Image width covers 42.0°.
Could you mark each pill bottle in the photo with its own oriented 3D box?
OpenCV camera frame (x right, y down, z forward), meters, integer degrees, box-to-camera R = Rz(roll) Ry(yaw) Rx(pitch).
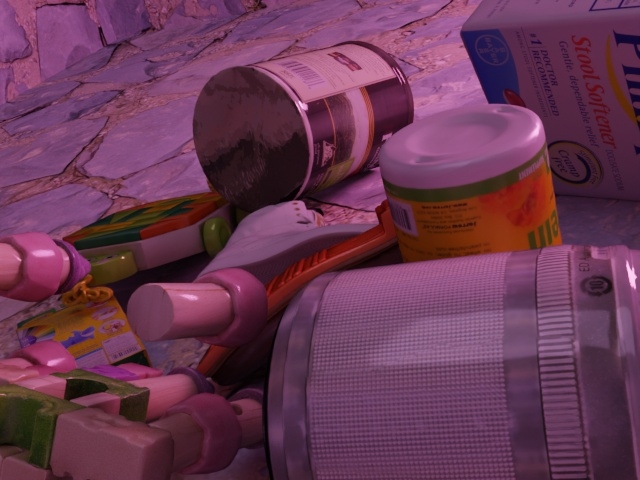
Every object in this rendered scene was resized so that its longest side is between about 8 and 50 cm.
[{"bbox_3d":[0.143,0.018,0.728,0.136,0.246,0.136,-14,26,7],"label":"pill bottle"}]

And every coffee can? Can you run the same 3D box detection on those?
[{"bbox_3d":[-0.019,-0.171,1.203,0.201,0.202,0.275,3,19,36],"label":"coffee can"}]

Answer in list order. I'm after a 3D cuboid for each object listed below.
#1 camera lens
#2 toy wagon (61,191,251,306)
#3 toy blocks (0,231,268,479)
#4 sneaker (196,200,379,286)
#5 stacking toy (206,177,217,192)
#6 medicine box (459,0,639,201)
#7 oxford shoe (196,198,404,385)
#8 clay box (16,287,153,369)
[{"bbox_3d":[0.112,0.119,0.572,0.274,0.219,0.219,-8,27,20],"label":"camera lens"},{"bbox_3d":[-0.246,0.003,1.159,0.267,0.068,0.344,-9,12,18],"label":"toy wagon"},{"bbox_3d":[-0.185,0.160,0.745,0.288,0.309,0.260,9,1,24],"label":"toy blocks"},{"bbox_3d":[0.000,0.000,1.020,0.292,0.108,0.169,-8,30,21],"label":"sneaker"},{"bbox_3d":[-0.100,-0.154,1.462,0.166,0.052,0.221,-12,25,10],"label":"stacking toy"},{"bbox_3d":[0.354,-0.189,0.969,0.289,0.263,0.149,9,51,44],"label":"medicine box"},{"bbox_3d":[0.035,0.064,0.853,0.363,0.133,0.130,-34,6,12],"label":"oxford shoe"},{"bbox_3d":[-0.286,0.131,0.994,0.127,0.053,0.222,-23,24,-17],"label":"clay box"}]
